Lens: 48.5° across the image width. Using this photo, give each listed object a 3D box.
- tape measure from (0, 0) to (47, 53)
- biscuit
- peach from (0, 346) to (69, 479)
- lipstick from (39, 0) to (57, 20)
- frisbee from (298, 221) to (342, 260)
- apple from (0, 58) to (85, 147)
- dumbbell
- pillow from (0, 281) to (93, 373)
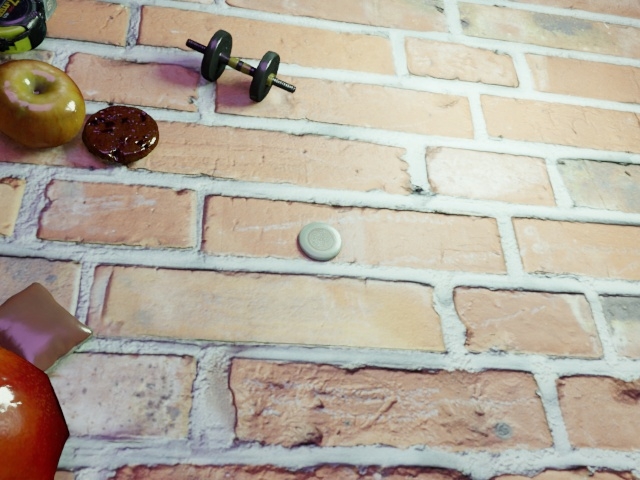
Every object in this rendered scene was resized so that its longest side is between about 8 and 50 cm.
[{"bbox_3d":[-0.823,-0.570,1.876,0.186,0.112,0.199,15,60,6],"label":"tape measure"},{"bbox_3d":[-0.501,-0.267,1.779,0.192,0.049,0.192,9,49,-11],"label":"biscuit"},{"bbox_3d":[-0.600,0.344,1.153,0.389,0.388,0.388,6,55,-9],"label":"peach"},{"bbox_3d":[-0.928,-0.706,1.962,0.372,0.079,0.076,15,56,-2],"label":"lipstick"},{"bbox_3d":[0.000,0.000,1.728,0.110,0.014,0.110,6,56,-9],"label":"frisbee"},{"bbox_3d":[-0.685,-0.320,1.701,0.235,0.173,0.210,44,53,7],"label":"apple"},{"bbox_3d":[-0.217,-0.472,1.924,0.326,0.143,0.143,24,54,4],"label":"dumbbell"},{"bbox_3d":[-0.578,0.186,1.432,0.179,0.075,0.171,39,51,11],"label":"pillow"}]
